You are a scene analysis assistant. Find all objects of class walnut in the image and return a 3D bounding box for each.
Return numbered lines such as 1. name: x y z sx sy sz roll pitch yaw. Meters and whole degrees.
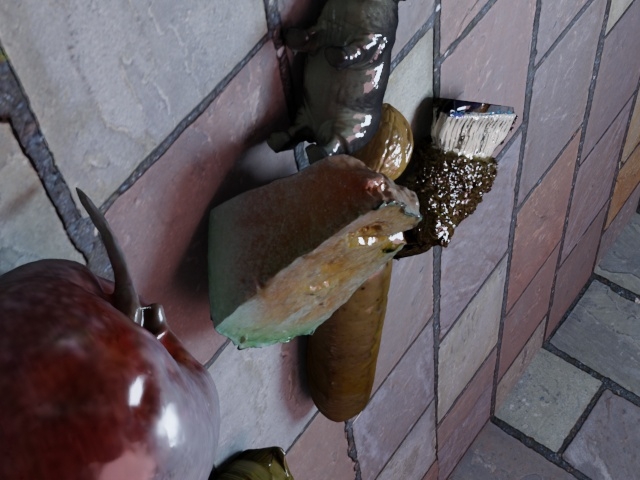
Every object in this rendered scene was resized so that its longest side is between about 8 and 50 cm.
1. walnut: 0.077 -0.134 1.535 0.105 0.105 0.124 23 82 -68

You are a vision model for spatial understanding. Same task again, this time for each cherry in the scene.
1. cherry: -0.251 0.179 1.016 0.335 0.291 0.326 -49 175 27

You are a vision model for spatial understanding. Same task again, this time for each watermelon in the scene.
1. watermelon: -0.012 -0.008 1.394 0.302 0.151 0.264 -41 159 20

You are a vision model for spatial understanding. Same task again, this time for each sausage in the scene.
1. sausage: 0.039 0.163 1.803 0.501 0.123 0.136 94 5 -48

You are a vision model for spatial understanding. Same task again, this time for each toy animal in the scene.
1. toy animal: 0.042 -0.253 1.302 0.168 0.106 0.343 -16 129 -59

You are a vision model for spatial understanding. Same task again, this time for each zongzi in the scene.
1. zongzi: -0.121 0.516 1.746 0.286 0.134 0.288 -32 105 -39

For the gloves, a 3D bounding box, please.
1. gloves: 0.202 -0.092 1.805 0.210 0.135 0.312 -28 145 -59
